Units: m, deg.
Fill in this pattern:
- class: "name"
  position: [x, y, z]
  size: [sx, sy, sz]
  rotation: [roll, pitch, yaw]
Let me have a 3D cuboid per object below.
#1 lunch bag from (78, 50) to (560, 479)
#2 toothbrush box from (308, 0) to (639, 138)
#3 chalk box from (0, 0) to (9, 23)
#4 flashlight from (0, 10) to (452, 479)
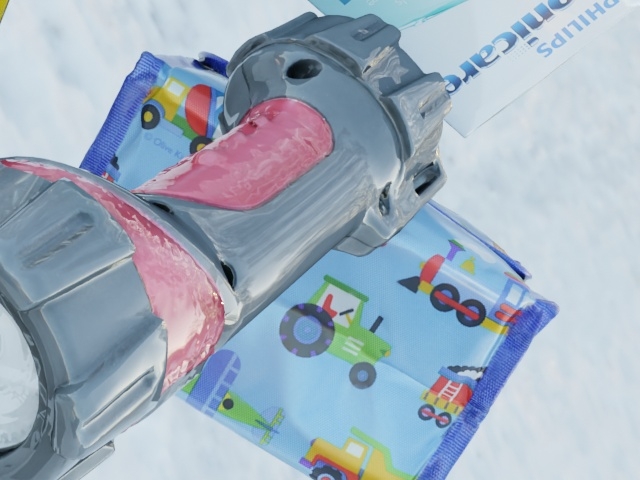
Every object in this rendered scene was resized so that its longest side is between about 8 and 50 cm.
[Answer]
- class: "lunch bag"
  position: [0.000, 0.000, 0.880]
  size: [0.221, 0.138, 0.293]
  rotation: [32, 14, 1]
- class: "toothbrush box"
  position: [0.012, -0.227, 0.819]
  size: [0.295, 0.126, 0.216]
  rotation: [36, 29, -32]
- class: "chalk box"
  position: [-0.197, -0.154, 0.718]
  size: [0.132, 0.213, 0.132]
  rotation: [20, 6, -23]
- class: "flashlight"
  position: [-0.048, -0.015, 0.580]
  size: [0.304, 0.103, 0.103]
  rotation: [-44, 143, -58]
